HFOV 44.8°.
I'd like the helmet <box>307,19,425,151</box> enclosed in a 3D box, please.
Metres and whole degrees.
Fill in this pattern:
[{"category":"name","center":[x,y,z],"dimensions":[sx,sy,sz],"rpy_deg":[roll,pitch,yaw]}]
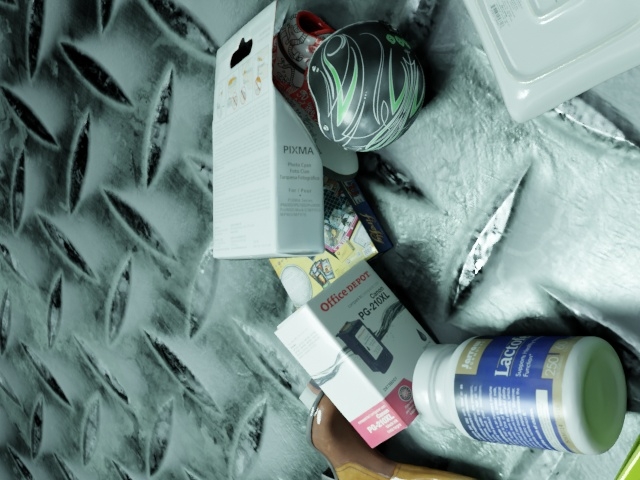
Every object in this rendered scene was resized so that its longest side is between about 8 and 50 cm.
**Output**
[{"category":"helmet","center":[0.070,-0.216,1.128],"dimensions":[0.169,0.170,0.161],"rpy_deg":[-37,61,44]}]

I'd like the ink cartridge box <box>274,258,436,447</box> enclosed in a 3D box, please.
[{"category":"ink cartridge box","center":[0.072,0.172,1.219],"dimensions":[0.237,0.172,0.100],"rpy_deg":[50,132,5]}]

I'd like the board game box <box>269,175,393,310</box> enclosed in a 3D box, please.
[{"category":"board game box","center":[0.000,0.000,1.352],"dimensions":[0.243,0.042,0.165],"rpy_deg":[-38,77,44]}]

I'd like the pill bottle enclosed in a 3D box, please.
[{"category":"pill bottle","center":[0.270,0.209,1.083],"dimensions":[0.265,0.153,0.153],"rpy_deg":[-7,99,44]}]

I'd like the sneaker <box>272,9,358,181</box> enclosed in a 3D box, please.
[{"category":"sneaker","center":[0.003,-0.236,1.235],"dimensions":[0.145,0.090,0.270],"rpy_deg":[-45,69,45]}]

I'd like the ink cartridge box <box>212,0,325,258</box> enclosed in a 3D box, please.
[{"category":"ink cartridge box","center":[-0.095,-0.161,1.291],"dimensions":[0.308,0.091,0.384],"rpy_deg":[175,96,-65]}]

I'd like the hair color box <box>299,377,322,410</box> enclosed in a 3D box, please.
[{"category":"hair color box","center":[0.035,0.261,1.398],"dimensions":[0.093,0.053,0.167],"rpy_deg":[46,129,23]}]

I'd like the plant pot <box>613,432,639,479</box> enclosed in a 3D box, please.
[{"category":"plant pot","center":[0.477,0.226,0.849],"dimensions":[0.207,0.227,0.228],"rpy_deg":[31,123,25]}]

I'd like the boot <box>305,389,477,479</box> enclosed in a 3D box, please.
[{"category":"boot","center":[0.120,0.377,1.285],"dimensions":[0.281,0.096,0.264],"rpy_deg":[9,117,33]}]

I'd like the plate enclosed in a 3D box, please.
[{"category":"plate","center":[0.292,-0.320,0.963],"dimensions":[0.278,0.045,0.277],"rpy_deg":[-25,86,46]}]
